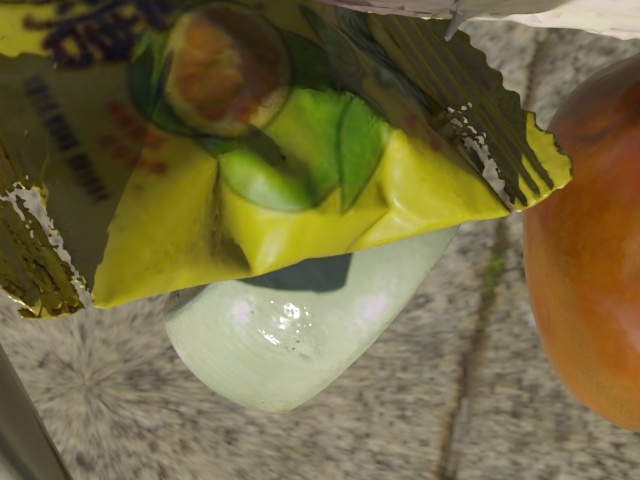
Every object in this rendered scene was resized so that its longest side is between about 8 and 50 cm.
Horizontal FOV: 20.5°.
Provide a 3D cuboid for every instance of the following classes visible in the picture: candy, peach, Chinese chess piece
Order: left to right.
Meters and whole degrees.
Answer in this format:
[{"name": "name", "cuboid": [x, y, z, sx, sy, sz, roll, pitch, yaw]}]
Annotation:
[{"name": "candy", "cuboid": [-0.040, -0.059, 0.791, 0.297, 0.081, 0.187, -12, 56, -31]}, {"name": "Chinese chess piece", "cuboid": [0.000, 0.000, 1.208, 0.101, 0.250, 0.250, 41, 81, -10]}, {"name": "peach", "cuboid": [0.323, -0.005, 1.359, 0.343, 0.343, 0.301, -2, 85, -8]}]

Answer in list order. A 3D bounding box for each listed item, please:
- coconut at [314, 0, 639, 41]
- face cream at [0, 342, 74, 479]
[{"name": "coconut", "cuboid": [0.014, -0.257, 0.449, 0.405, 0.404, 0.404, 1, 85, -8]}, {"name": "face cream", "cuboid": [-0.178, 0.126, 0.960, 0.084, 0.341, 0.137, -15, 130, -27]}]
